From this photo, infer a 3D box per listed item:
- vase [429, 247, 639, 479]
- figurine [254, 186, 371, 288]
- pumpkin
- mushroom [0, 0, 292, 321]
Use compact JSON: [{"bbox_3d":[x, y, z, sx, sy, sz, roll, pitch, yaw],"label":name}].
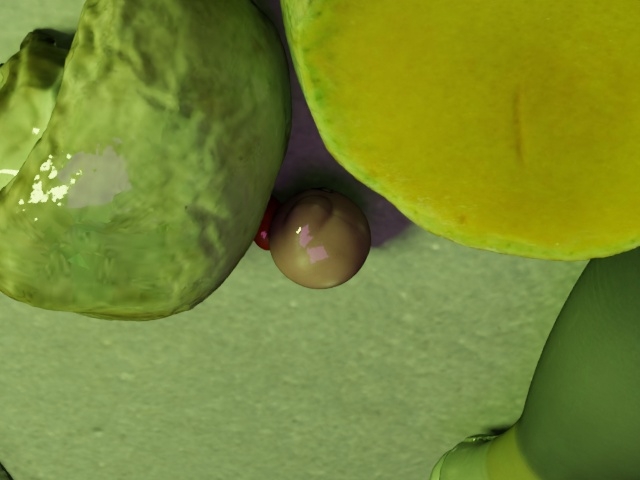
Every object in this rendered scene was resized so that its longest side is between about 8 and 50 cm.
[{"bbox_3d":[0.203,0.116,1.142,0.173,0.173,0.321,20,134,-17],"label":"vase"},{"bbox_3d":[0.000,0.000,1.101,0.071,0.067,0.083,-12,151,40],"label":"figurine"},{"bbox_3d":[0.118,-0.142,0.882,0.332,0.199,0.332,3,131,3],"label":"pumpkin"},{"bbox_3d":[-0.120,-0.030,1.012,0.190,0.164,0.267,33,126,-24],"label":"mushroom"}]
